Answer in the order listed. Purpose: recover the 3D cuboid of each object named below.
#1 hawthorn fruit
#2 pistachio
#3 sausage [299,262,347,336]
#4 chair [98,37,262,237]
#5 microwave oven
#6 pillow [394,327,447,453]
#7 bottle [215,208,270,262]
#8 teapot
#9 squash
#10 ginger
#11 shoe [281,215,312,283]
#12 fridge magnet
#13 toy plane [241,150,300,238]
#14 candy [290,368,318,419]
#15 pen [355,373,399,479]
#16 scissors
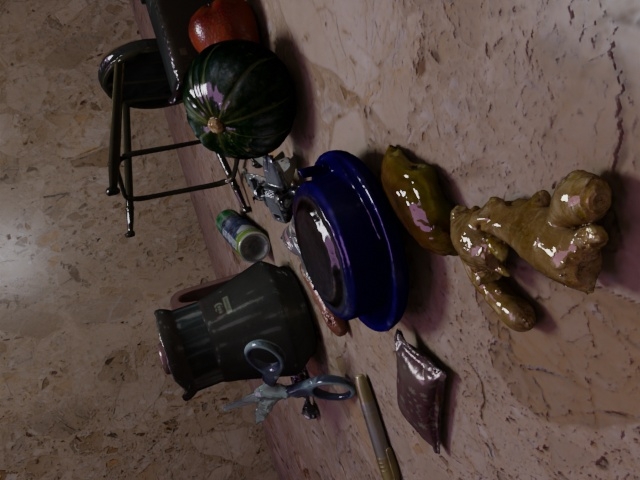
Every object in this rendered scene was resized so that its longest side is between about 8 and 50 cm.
[{"bbox_3d":[-0.174,-0.389,1.052,0.137,0.133,0.133,62,168,-23],"label":"hawthorn fruit"},{"bbox_3d":[0.105,-0.050,0.635,0.089,0.049,0.173,93,153,-49],"label":"pistachio"},{"bbox_3d":[0.004,0.113,1.123,0.043,0.043,0.186,96,151,-52],"label":"sausage"},{"bbox_3d":[-0.394,-0.284,1.472,0.362,0.365,0.409,127,129,-70],"label":"chair"},{"bbox_3d":[-0.269,-0.443,1.193,0.188,0.178,0.247,3,110,69],"label":"microwave oven"},{"bbox_3d":[0.140,0.221,0.802,0.118,0.043,0.184,47,150,50],"label":"pillow"},{"bbox_3d":[-0.240,-0.021,1.656,0.330,0.093,0.093,-147,42,-64],"label":"bottle"},{"bbox_3d":[-0.233,0.213,1.408,0.376,0.362,0.305,-129,27,-52],"label":"teapot"},{"bbox_3d":[-0.143,-0.246,0.977,0.218,0.218,0.172,93,-170,-49],"label":"squash"},{"bbox_3d":[0.169,0.006,0.486,0.176,0.053,0.193,43,148,48],"label":"ginger"},{"bbox_3d":[0.000,0.000,0.966,0.180,0.089,0.092,54,143,41],"label":"shoe"},{"bbox_3d":[0.039,0.004,0.781,0.265,0.113,0.265,161,90,-73],"label":"fridge magnet"},{"bbox_3d":[-0.072,-0.064,1.110,0.192,0.088,0.261,19,134,35],"label":"toy plane"},{"bbox_3d":[-0.058,0.417,1.595,0.094,0.051,0.226,-155,49,-71],"label":"candy"},{"bbox_3d":[0.110,0.369,1.062,0.040,0.032,0.233,-15,92,50],"label":"pen"},{"bbox_3d":[-0.115,0.344,1.250,0.383,0.256,0.029,-44,22,45],"label":"scissors"}]
